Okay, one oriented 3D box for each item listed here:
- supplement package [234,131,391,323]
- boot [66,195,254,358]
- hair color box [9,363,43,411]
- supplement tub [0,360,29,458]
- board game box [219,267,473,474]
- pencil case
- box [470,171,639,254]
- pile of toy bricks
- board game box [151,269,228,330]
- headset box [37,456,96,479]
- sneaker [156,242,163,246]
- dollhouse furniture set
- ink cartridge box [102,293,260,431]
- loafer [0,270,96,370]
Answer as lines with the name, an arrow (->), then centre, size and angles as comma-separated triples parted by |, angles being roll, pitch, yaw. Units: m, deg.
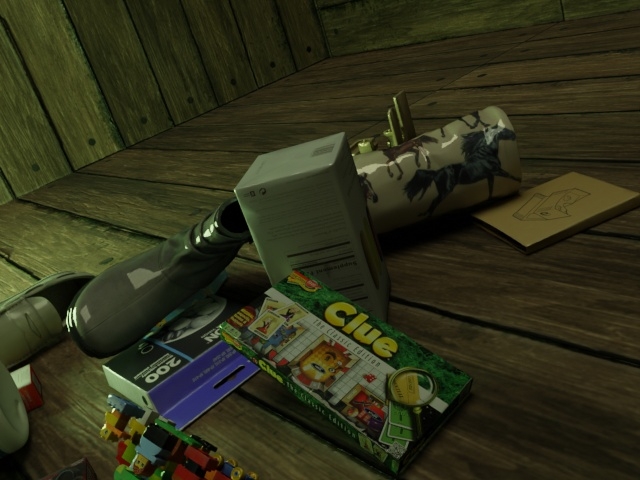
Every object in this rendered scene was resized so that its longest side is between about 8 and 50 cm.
supplement package -> 0.000, 0.000, 0.868 | 0.133, 0.244, 0.139 | -13, 24, 15
boot -> -0.199, 0.023, 0.927 | 0.222, 0.118, 0.338 | -34, 8, 39
hair color box -> -0.492, 0.247, 0.944 | 0.141, 0.043, 0.072 | -25, 23, -18
supplement tub -> -0.504, 0.246, 0.821 | 0.199, 0.145, 0.144 | -25, 23, -14
board game box -> 0.023, 0.130, 0.708 | 0.259, 0.030, 0.136 | 30, 46, 30
pencil case -> 0.145, -0.095, 1.083 | 0.409, 0.160, 0.183 | -19, 4, -2
box -> 0.362, -0.048, 0.993 | 0.201, 0.021, 0.164 | -22, 23, -9
pile of toy bricks -> -0.170, 0.245, 0.650 | 0.212, 0.118, 0.105 | 14, 70, 39
board game box -> -0.289, 0.104, 1.121 | 0.211, 0.039, 0.160 | -9, 24, 20
headset box -> -0.285, 0.286, 0.709 | 0.062, 0.032, 0.083 | -23, 24, -11
sneaker -> -0.286, 0.067, 1.055 | 0.083, 0.084, 0.215 | -27, 6, 40
dollhouse furniture set -> 0.128, -0.277, 1.562 | 0.151, 0.123, 0.144 | -2, 27, 34
ink cartridge box -> -0.175, 0.160, 0.899 | 0.206, 0.045, 0.208 | -34, 28, -34
loafer -> -0.515, 0.139, 1.119 | 0.111, 0.112, 0.319 | -18, 20, 23
